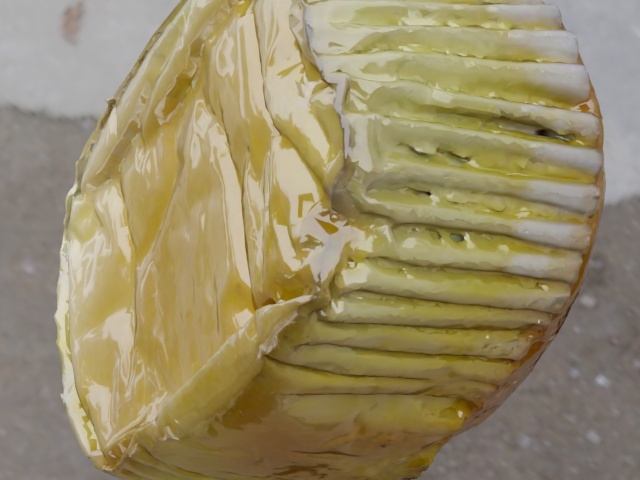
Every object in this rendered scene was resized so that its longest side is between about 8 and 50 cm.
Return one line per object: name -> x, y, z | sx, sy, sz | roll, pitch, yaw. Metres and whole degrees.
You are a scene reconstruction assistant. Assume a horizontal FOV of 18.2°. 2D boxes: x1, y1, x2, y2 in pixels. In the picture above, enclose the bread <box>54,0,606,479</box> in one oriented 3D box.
bread -> 0.000, 0.000, 0.751 | 0.250, 0.133, 0.179 | -51, 45, 45
